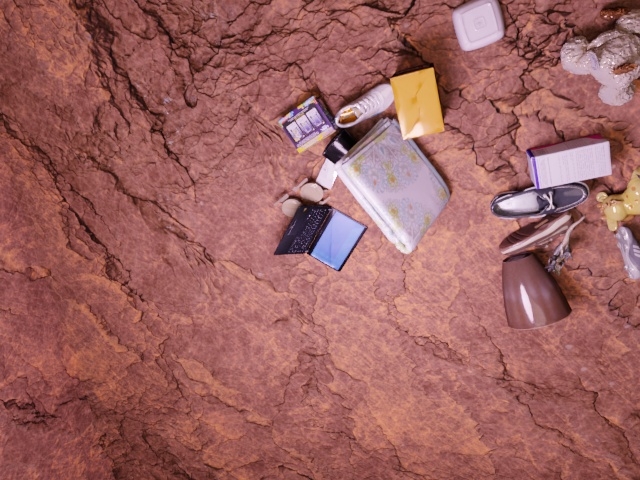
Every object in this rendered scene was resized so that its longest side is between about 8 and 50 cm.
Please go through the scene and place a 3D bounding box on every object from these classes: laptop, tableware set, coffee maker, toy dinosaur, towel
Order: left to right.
[{"bbox_3d":[-0.066,-0.156,1.869,0.128,0.039,0.194,38,126,-23],"label":"tableware set"},{"bbox_3d":[0.000,0.000,1.870,0.136,0.265,0.234,48,121,32],"label":"laptop"},{"bbox_3d":[0.106,-0.283,1.693,0.178,0.171,0.120,37,105,-11],"label":"coffee maker"},{"bbox_3d":[0.245,-0.188,1.633,0.374,0.320,0.090,50,146,-9],"label":"towel"},{"bbox_3d":[0.810,0.040,1.665,0.064,0.118,0.268,24,141,20],"label":"toy dinosaur"}]

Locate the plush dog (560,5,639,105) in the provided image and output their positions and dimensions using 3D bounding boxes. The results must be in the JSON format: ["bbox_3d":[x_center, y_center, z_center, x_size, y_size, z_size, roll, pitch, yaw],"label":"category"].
[{"bbox_3d":[0.863,-0.546,1.407,0.262,0.210,0.225,36,90,-5],"label":"plush dog"}]

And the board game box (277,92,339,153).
[{"bbox_3d":[-0.042,-0.407,1.739,0.170,0.048,0.141,-26,106,32],"label":"board game box"}]

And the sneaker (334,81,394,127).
[{"bbox_3d":[0.152,-0.444,1.662,0.229,0.092,0.087,-29,102,22],"label":"sneaker"}]

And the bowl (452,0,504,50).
[{"bbox_3d":[0.481,-0.658,1.509,0.142,0.053,0.141,-16,109,18],"label":"bowl"}]

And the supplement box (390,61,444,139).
[{"bbox_3d":[0.309,-0.442,1.567,0.129,0.194,0.191,-10,111,17],"label":"supplement box"}]

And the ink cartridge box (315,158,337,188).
[{"bbox_3d":[0.034,-0.251,1.812,0.063,0.029,0.115,26,116,2],"label":"ink cartridge box"}]

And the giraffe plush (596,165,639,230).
[{"bbox_3d":[0.986,-0.112,1.580,0.210,0.181,0.170,34,139,-14],"label":"giraffe plush"}]

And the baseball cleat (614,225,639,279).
[{"bbox_3d":[1.063,0.030,1.671,0.110,0.072,0.205,-21,112,7],"label":"baseball cleat"}]

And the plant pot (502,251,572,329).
[{"bbox_3d":[0.727,0.164,1.744,0.216,0.215,0.230,-20,93,21],"label":"plant pot"}]

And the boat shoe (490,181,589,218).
[{"bbox_3d":[0.716,-0.125,1.637,0.303,0.091,0.114,-14,102,29],"label":"boat shoe"}]

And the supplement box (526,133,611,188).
[{"bbox_3d":[0.785,-0.251,1.581,0.220,0.111,0.113,-12,110,19],"label":"supplement box"}]

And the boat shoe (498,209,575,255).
[{"bbox_3d":[0.749,-0.007,1.710,0.258,0.095,0.095,-32,108,24],"label":"boat shoe"}]
